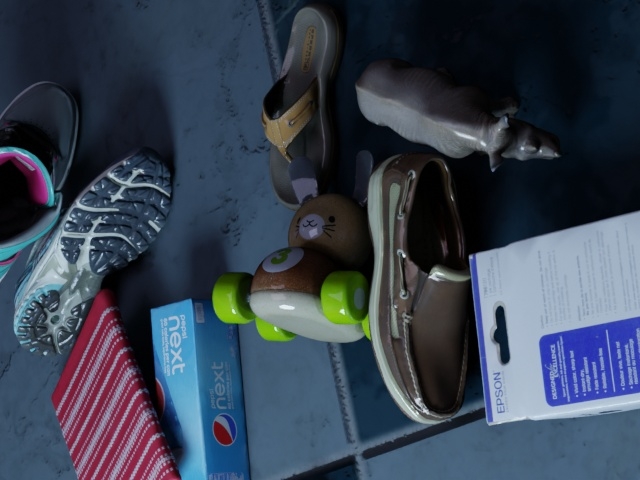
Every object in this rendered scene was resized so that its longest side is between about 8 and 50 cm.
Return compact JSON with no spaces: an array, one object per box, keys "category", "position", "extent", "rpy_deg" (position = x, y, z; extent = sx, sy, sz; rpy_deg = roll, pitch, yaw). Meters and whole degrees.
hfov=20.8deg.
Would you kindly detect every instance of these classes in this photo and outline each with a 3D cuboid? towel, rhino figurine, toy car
[{"category":"towel","position":[-0.229,0.213,1.940],"extent":[0.199,0.031,0.275],"rpy_deg":[-62,41,39]},{"category":"rhino figurine","position":[0.130,-0.113,1.620],"extent":[0.243,0.106,0.073],"rpy_deg":[27,106,42]},{"category":"toy car","position":[0.000,0.000,1.725],"extent":[0.155,0.149,0.188],"rpy_deg":[-1,73,32]}]

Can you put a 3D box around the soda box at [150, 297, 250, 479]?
[{"category":"soda box","position":[-0.130,0.172,1.874],"extent":[0.071,0.067,0.210],"rpy_deg":[-15,75,42]}]

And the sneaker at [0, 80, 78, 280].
[{"category":"sneaker","position":[-0.344,-0.083,1.982],"extent":[0.178,0.124,0.295],"rpy_deg":[-39,27,61]}]

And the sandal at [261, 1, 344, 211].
[{"category":"sandal","position":[-0.024,-0.141,1.805],"extent":[0.090,0.060,0.219],"rpy_deg":[12,94,44]}]

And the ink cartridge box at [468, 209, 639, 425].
[{"category":"ink cartridge box","position":[0.280,0.059,1.490],"extent":[0.333,0.065,0.165],"rpy_deg":[-14,77,41]}]

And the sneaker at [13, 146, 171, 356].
[{"category":"sneaker","position":[-0.279,-0.008,2.012],"extent":[0.283,0.110,0.122],"rpy_deg":[-53,37,19]}]

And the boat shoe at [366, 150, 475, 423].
[{"category":"boat shoe","position":[0.099,0.042,1.624],"extent":[0.095,0.095,0.257],"rpy_deg":[-17,82,59]}]
